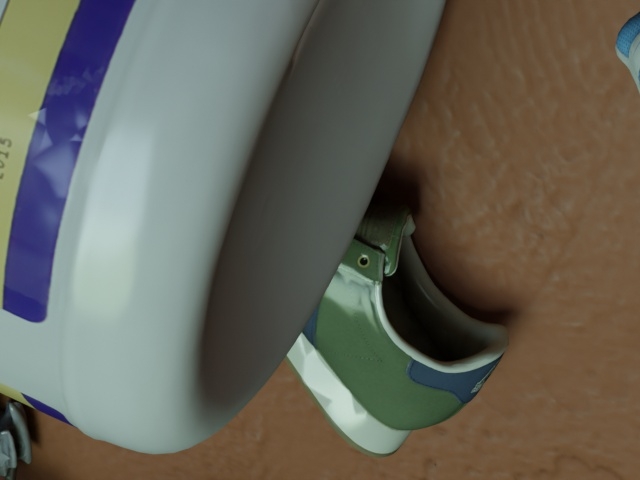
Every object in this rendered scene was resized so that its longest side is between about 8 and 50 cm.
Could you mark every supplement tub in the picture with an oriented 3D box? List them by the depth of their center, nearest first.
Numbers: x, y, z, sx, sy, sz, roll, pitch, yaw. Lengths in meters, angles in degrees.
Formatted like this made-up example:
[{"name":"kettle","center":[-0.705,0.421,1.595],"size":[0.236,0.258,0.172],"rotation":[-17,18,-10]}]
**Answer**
[{"name":"supplement tub","center":[-0.142,-0.098,0.570],"size":[0.331,0.241,0.241],"rotation":[24,134,11]}]

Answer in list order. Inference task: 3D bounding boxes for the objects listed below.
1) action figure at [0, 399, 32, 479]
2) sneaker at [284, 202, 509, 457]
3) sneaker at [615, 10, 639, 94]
[{"name":"action figure","center":[-0.249,0.114,0.855],"size":[0.285,0.185,0.099],"rotation":[50,135,0]},{"name":"sneaker","center":[0.000,0.000,0.699],"size":[0.086,0.064,0.192],"rotation":[-33,106,35]},{"name":"sneaker","center":[0.164,0.011,0.607],"size":[0.086,0.085,0.237],"rotation":[25,144,48]}]
